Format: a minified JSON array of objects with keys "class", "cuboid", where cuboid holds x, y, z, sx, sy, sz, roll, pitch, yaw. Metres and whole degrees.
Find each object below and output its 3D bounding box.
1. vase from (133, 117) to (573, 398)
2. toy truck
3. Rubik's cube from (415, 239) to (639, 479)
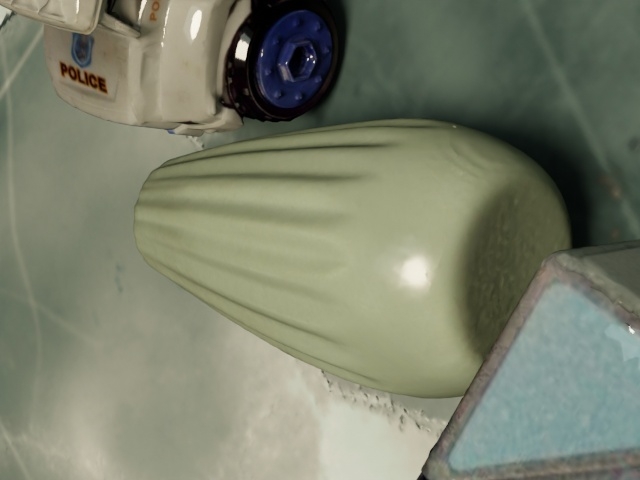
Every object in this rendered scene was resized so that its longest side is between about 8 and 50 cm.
[{"class":"vase","cuboid":[0.000,0.000,0.604,0.248,0.128,0.128,10,98,45]},{"class":"toy truck","cuboid":[-0.086,-0.163,0.620,0.161,0.177,0.213,21,104,33]},{"class":"Rubik's cube","cuboid":[0.155,0.132,0.438,0.205,0.207,0.205,39,114,30]}]
